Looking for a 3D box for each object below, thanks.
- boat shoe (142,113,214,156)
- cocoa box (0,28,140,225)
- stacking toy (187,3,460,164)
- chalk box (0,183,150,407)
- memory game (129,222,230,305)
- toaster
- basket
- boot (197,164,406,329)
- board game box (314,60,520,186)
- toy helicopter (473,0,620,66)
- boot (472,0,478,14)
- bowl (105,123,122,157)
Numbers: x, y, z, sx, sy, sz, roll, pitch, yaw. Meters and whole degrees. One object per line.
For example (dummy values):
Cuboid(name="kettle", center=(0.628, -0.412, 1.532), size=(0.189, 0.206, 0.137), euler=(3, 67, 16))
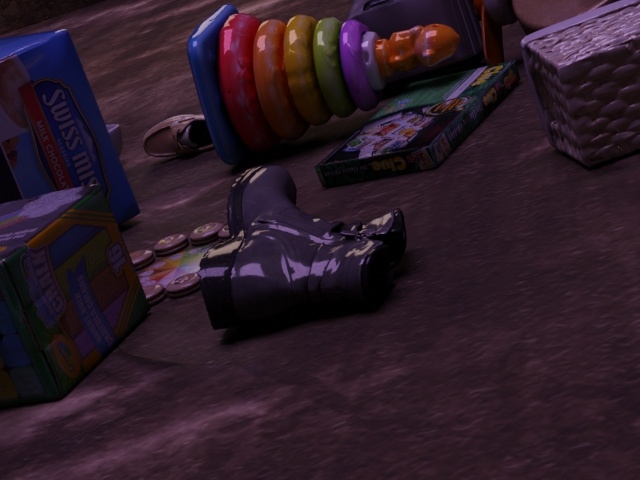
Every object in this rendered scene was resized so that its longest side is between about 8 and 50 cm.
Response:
Cuboid(name="boat shoe", center=(-0.163, -0.134, 1.879), size=(0.135, 0.050, 0.045), euler=(-16, 12, 12))
Cuboid(name="cocoa box", center=(-0.408, -0.092, 1.712), size=(0.228, 0.231, 0.347), euler=(-29, 19, -29))
Cuboid(name="stacking toy", center=(0.014, -0.198, 1.714), size=(0.302, 0.166, 0.175), euler=(-9, 23, 17))
Cuboid(name="chalk box", center=(-0.264, 0.060, 1.268), size=(0.132, 0.132, 0.213), euler=(-9, 21, 28))
Cuboid(name="memory game", center=(-0.138, 0.022, 1.443), size=(0.186, 0.012, 0.186), euler=(-18, 18, 6))
Cuboid(name="toaster", center=(0.119, -0.260, 1.857), size=(0.186, 0.110, 0.168), euler=(-16, 18, 11))
Cuboid(name="basket", center=(0.279, -0.148, 1.333), size=(0.167, 0.113, 0.103), euler=(-21, 19, -1))
Cuboid(name="boot", center=(0.000, 0.000, 1.277), size=(0.161, 0.083, 0.246), euler=(-8, 25, 12))
Cuboid(name="board game box", center=(0.109, -0.127, 1.599), size=(0.136, 0.030, 0.260), euler=(-11, 19, 33))
Cuboid(name="toy helicopter", center=(0.269, -0.335, 1.752), size=(0.235, 0.140, 0.355), euler=(-30, 36, 17))
Cuboid(name="boot", center=(0.154, -0.346, 2.141), size=(0.213, 0.077, 0.165), euler=(-10, 21, 20))
Cuboid(name="bowl", center=(-0.336, -0.101, 1.965), size=(0.142, 0.053, 0.142), euler=(-2, 24, 45))
